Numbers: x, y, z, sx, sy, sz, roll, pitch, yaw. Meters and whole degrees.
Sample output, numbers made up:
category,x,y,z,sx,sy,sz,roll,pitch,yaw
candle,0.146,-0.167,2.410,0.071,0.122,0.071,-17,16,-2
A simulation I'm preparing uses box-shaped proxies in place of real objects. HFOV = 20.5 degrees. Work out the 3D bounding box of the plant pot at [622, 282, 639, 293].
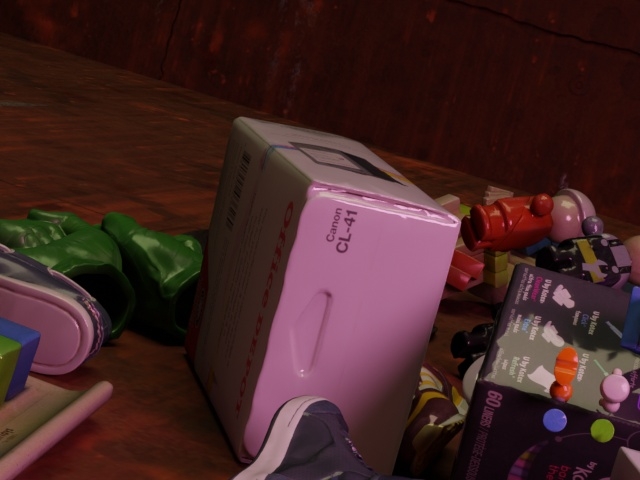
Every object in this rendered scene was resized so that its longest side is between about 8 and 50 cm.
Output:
category,x,y,z,sx,sy,sz,roll,pitch,yaw
plant pot,0.414,0.076,1.867,0.166,0.234,0.165,11,10,-27

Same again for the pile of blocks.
category,x,y,z,sx,sy,sz,roll,pitch,yaw
pile of blocks,0.257,0.023,2.191,0.362,0.149,0.113,8,12,-40

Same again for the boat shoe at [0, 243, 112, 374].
category,x,y,z,sx,sy,sz,roll,pitch,yaw
boat shoe,-0.290,0.032,1.443,0.255,0.095,0.079,18,11,9

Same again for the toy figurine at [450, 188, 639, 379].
category,x,y,z,sx,sy,sz,roll,pitch,yaw
toy figurine,0.240,0.064,1.731,0.148,0.213,0.209,-6,18,-27

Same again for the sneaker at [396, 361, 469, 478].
category,x,y,z,sx,sy,sz,roll,pitch,yaw
sneaker,0.071,0.136,1.426,0.084,0.069,0.185,42,4,5

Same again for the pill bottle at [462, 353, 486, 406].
category,x,y,z,sx,sy,sz,roll,pitch,yaw
pill bottle,0.161,0.147,1.426,0.065,0.065,0.116,25,-28,46

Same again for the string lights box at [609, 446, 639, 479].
category,x,y,z,sx,sy,sz,roll,pitch,yaw
string lights box,0.298,0.228,1.105,0.260,0.133,0.077,14,9,-7

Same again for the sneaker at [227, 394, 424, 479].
category,x,y,z,sx,sy,sz,roll,pitch,yaw
sneaker,0.034,0.169,1.134,0.163,0.086,0.226,6,17,12

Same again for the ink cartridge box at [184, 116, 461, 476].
category,x,y,z,sx,sy,sz,roll,pitch,yaw
ink cartridge box,-0.011,0.039,1.445,0.131,0.226,0.306,11,11,-17

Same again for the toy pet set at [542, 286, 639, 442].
category,x,y,z,sx,sy,sz,roll,pitch,yaw
toy pet set,0.216,0.088,1.166,0.122,0.114,0.065,12,-14,8

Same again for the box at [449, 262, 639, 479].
category,x,y,z,sx,sy,sz,roll,pitch,yaw
box,0.239,0.150,1.254,0.270,0.165,0.143,16,39,8

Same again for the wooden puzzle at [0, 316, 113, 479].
category,x,y,z,sx,sy,sz,roll,pitch,yaw
wooden puzzle,-0.336,0.072,1.182,0.348,0.080,0.322,16,10,6

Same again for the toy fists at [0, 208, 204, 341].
category,x,y,z,sx,sy,sz,roll,pitch,yaw
toy fists,-0.198,0.029,1.610,0.142,0.096,0.279,21,12,38

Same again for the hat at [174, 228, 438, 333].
category,x,y,z,sx,sy,sz,roll,pitch,yaw
hat,0.000,0.000,1.934,0.331,0.134,0.331,21,11,-4
